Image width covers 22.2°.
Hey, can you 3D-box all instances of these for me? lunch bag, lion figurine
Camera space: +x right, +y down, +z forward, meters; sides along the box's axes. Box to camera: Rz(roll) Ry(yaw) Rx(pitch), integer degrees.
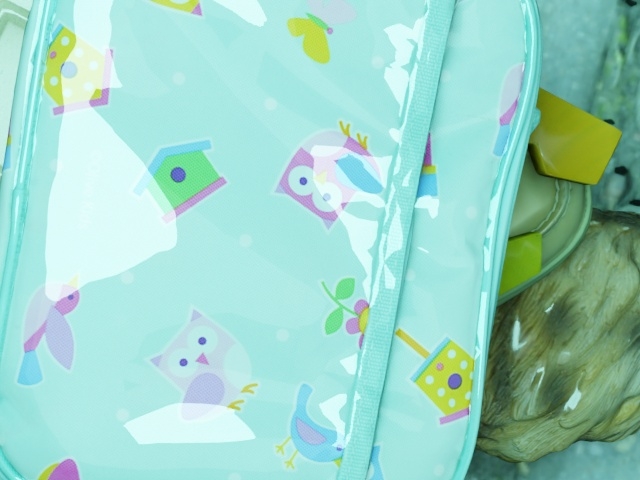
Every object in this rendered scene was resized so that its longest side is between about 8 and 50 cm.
[{"bbox_3d":[-0.022,-0.015,0.700,0.224,0.108,0.279,10,91,-7],"label":"lunch bag"},{"bbox_3d":[0.014,0.021,0.917,0.392,0.142,0.240,31,86,-1],"label":"lion figurine"}]

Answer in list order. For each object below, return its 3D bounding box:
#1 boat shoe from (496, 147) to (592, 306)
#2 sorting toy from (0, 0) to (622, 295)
[{"bbox_3d":[0.000,0.000,0.823,0.285,0.089,0.105,-15,72,0],"label":"boat shoe"},{"bbox_3d":[-0.027,-0.055,0.775,0.307,0.041,0.229,27,89,-7],"label":"sorting toy"}]
